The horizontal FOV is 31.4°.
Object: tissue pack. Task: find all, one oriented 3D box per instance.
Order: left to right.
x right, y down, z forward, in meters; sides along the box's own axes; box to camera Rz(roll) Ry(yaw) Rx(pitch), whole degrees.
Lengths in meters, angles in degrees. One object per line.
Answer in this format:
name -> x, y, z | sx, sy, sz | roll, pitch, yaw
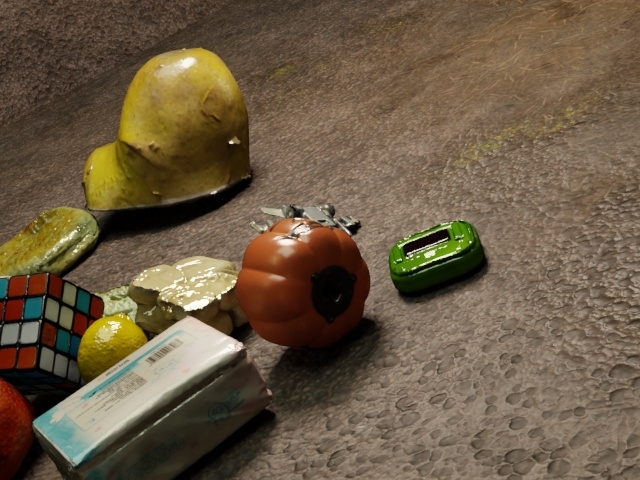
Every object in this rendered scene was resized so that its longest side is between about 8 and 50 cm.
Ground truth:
tissue pack -> -0.223, 0.229, 1.506 | 0.271, 0.124, 0.201 | -35, 26, -21

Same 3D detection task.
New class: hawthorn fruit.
hawthorn fruit -> -0.501, 0.279, 1.630 | 0.173, 0.173, 0.179 | 0, 40, 44

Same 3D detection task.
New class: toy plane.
toy plane -> 0.001, -0.011, 1.843 | 0.192, 0.088, 0.262 | -5, 18, -28

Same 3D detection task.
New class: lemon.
lemon -> -0.311, 0.172, 1.716 | 0.109, 0.109, 0.133 | -1, 66, 43

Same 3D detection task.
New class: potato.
potato -> -0.326, -0.239, 2.339 | 0.397, 0.296, 0.290 | 1, 22, 35

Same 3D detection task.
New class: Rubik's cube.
Rubik's cube -> -0.440, 0.149, 1.749 | 0.151, 0.154, 0.155 | -7, 68, 23

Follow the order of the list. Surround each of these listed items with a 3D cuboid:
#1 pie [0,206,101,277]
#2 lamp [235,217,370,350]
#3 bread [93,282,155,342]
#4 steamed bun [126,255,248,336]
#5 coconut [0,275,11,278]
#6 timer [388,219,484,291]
pie -> -0.583, 0.026, 2.355 | 0.277, 0.078, 0.277 | -24, 26, 13
lamp -> -0.030, 0.061, 1.598 | 0.187, 0.188, 0.164 | -39, 27, -30
bread -> -0.369, 0.149, 1.854 | 0.232, 0.088, 0.128 | -14, 56, 19
steamed bun -> -0.191, 0.101, 1.774 | 0.177, 0.106, 0.192 | 15, 30, 36
coconut -> -0.545, 0.138, 1.948 | 0.171, 0.171, 0.183 | -38, 15, -29
timer -> 0.166, 0.021, 1.662 | 0.140, 0.047, 0.128 | -21, 23, 9
